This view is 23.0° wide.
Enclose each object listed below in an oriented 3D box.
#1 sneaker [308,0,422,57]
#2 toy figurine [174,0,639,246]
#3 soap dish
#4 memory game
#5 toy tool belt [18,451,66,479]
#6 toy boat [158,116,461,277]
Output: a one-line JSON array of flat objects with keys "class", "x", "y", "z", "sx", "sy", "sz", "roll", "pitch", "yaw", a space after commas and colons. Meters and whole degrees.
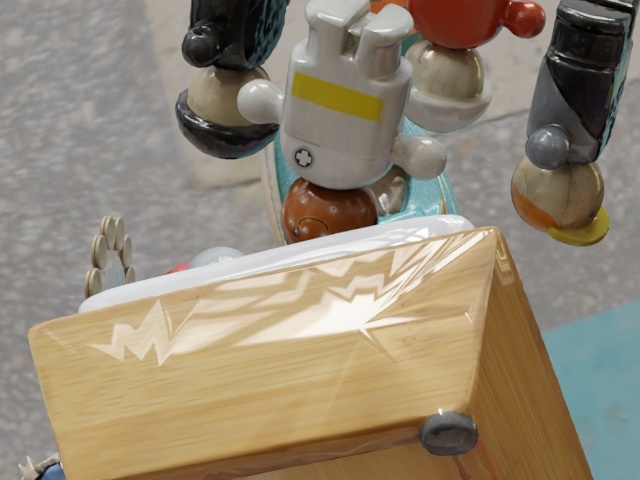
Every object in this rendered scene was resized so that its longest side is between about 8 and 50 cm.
[{"class": "sneaker", "x": 0.056, "y": -0.197, "z": 1.105, "sx": 0.121, "sy": 0.302, "sz": 0.108, "roll": 6, "pitch": 59, "yaw": 3}, {"class": "toy figurine", "x": 0.041, "y": -0.083, "z": 0.821, "sx": 0.213, "sy": 0.209, "sz": 0.148, "roll": -8, "pitch": 126, "yaw": -25}, {"class": "soap dish", "x": 0.016, "y": 0.134, "z": 0.778, "sx": 0.118, "sy": 0.229, "sz": 0.291, "roll": -86, "pitch": 158, "yaw": -47}, {"class": "memory game", "x": -0.223, "y": 0.064, "z": 1.669, "sx": 0.012, "sy": 0.186, "sz": 0.186, "roll": 1, "pitch": 89, "yaw": 8}, {"class": "toy tool belt", "x": -0.178, "y": 0.163, "z": 1.057, "sx": 0.052, "sy": 0.051, "sz": 0.083, "roll": 43, "pitch": 109, "yaw": 4}, {"class": "toy boat", "x": 0.000, "y": 0.000, "z": 1.418, "sx": 0.318, "sy": 0.148, "sz": 0.267, "roll": -25, "pitch": 94, "yaw": -28}]
